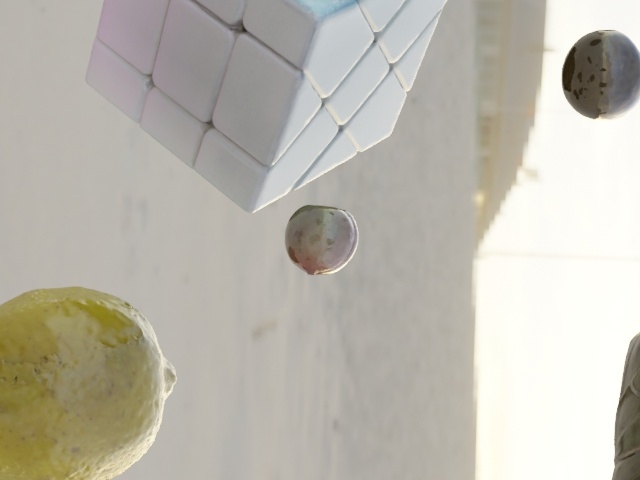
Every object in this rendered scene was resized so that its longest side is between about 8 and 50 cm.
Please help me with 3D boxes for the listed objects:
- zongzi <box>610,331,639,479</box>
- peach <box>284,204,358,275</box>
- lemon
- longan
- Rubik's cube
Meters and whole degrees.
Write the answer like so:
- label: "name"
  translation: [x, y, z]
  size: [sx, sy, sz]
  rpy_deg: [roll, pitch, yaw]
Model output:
- label: "zongzi"
  translation: [0.330, 0.214, 1.144]
  size: [0.145, 0.274, 0.300]
  rpy_deg: [110, -5, -64]
- label: "peach"
  translation: [0.000, -0.001, 1.760]
  size: [0.083, 0.083, 0.083]
  rpy_deg: [2, 90, -89]
- label: "lemon"
  translation: [-0.329, 0.184, 1.990]
  size: [0.253, 0.310, 0.253]
  rpy_deg: [169, -90, -69]
- label: "longan"
  translation: [0.320, -0.186, 1.814]
  size: [0.113, 0.092, 0.113]
  rpy_deg: [-9, 102, -47]
- label: "Rubik's cube"
  translation: [-0.064, -0.284, 2.078]
  size: [0.322, 0.316, 0.319]
  rpy_deg: [-31, 151, -43]
